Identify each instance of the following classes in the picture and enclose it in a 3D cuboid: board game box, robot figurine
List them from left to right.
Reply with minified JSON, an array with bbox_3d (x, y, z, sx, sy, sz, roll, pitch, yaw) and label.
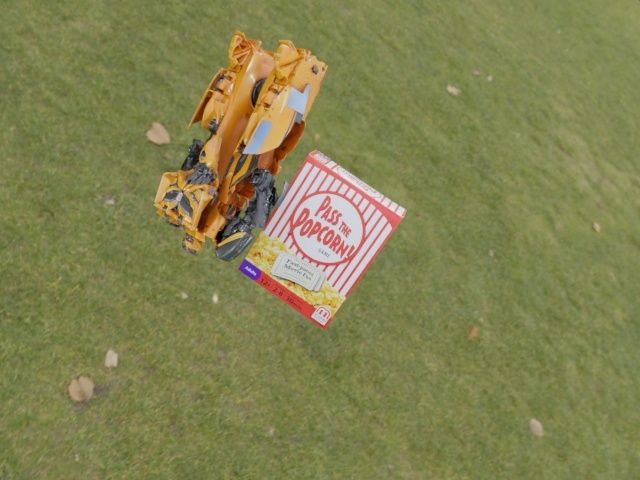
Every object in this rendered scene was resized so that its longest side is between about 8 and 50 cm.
[{"bbox_3d":[-0.116,-0.118,0.802,0.211,0.291,0.085,27,0,44],"label":"robot figurine"},{"bbox_3d":[0.000,0.000,0.832,0.147,0.193,0.045,34,20,3],"label":"board game box"}]
